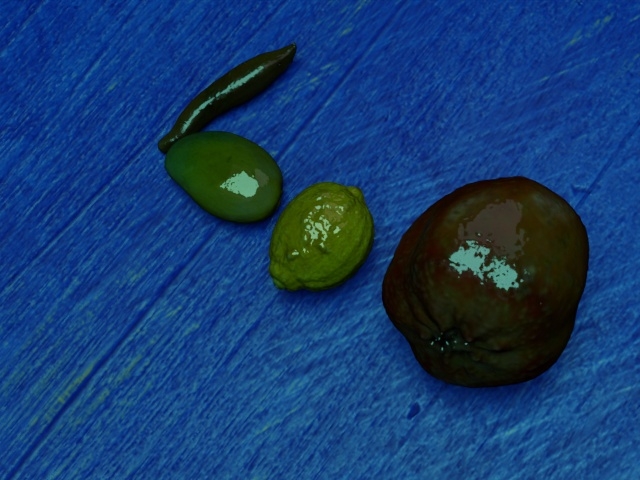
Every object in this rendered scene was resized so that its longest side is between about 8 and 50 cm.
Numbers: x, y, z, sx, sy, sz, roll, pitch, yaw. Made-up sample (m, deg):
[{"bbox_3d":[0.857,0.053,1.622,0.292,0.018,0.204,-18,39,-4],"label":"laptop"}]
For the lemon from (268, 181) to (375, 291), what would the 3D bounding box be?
[{"bbox_3d":[0.000,0.000,1.942,0.142,0.142,0.187,39,82,15],"label":"lemon"}]

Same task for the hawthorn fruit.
[{"bbox_3d":[0.245,0.036,1.853,0.287,0.287,0.330,28,53,13],"label":"hawthorn fruit"}]

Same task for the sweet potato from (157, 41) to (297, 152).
[{"bbox_3d":[-0.144,-0.223,2.074,0.265,0.057,0.057,-35,72,0],"label":"sweet potato"}]

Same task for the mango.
[{"bbox_3d":[-0.144,-0.097,2.017,0.195,0.092,0.130,17,76,19],"label":"mango"}]
